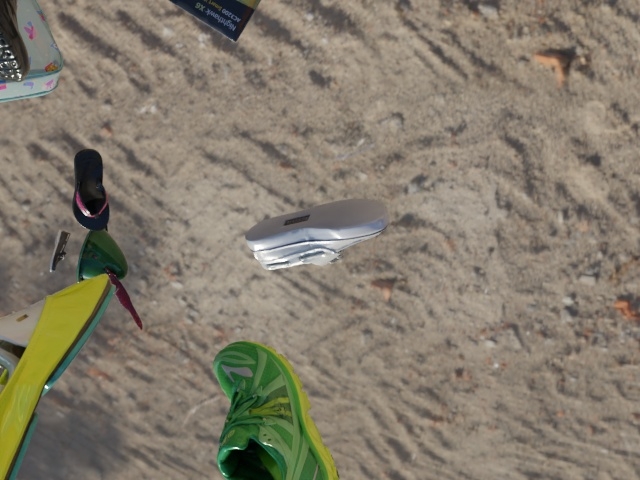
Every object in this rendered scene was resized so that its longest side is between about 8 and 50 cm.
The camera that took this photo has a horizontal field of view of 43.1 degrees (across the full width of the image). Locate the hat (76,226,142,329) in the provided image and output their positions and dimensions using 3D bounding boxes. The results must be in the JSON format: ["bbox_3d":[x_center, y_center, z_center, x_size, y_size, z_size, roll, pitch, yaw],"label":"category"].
[{"bbox_3d":[-0.494,0.070,2.038,0.183,0.173,0.209,18,129,3],"label":"hat"}]

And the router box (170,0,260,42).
[{"bbox_3d":[-0.215,-0.524,1.373,0.308,0.081,0.243,29,100,-17],"label":"router box"}]

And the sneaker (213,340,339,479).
[{"bbox_3d":[-0.078,0.237,1.029,0.123,0.296,0.110,4,125,-35],"label":"sneaker"}]

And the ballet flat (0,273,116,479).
[{"bbox_3d":[-0.227,0.104,0.583,0.077,0.231,0.077,32,145,-18],"label":"ballet flat"}]

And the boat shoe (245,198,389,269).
[{"bbox_3d":[0.000,0.000,1.366,0.267,0.096,0.088,-13,119,24],"label":"boat shoe"}]

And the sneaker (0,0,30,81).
[{"bbox_3d":[-0.481,-0.361,1.174,0.108,0.130,0.286,11,140,17],"label":"sneaker"}]

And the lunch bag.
[{"bbox_3d":[-0.700,-0.434,1.737,0.279,0.224,0.108,62,149,13],"label":"lunch bag"}]

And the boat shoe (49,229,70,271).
[{"bbox_3d":[-0.733,0.031,2.276,0.038,0.125,0.046,15,154,-20],"label":"boat shoe"}]

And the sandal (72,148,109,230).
[{"bbox_3d":[-0.422,-0.084,1.490,0.040,0.067,0.179,50,146,40],"label":"sandal"}]
